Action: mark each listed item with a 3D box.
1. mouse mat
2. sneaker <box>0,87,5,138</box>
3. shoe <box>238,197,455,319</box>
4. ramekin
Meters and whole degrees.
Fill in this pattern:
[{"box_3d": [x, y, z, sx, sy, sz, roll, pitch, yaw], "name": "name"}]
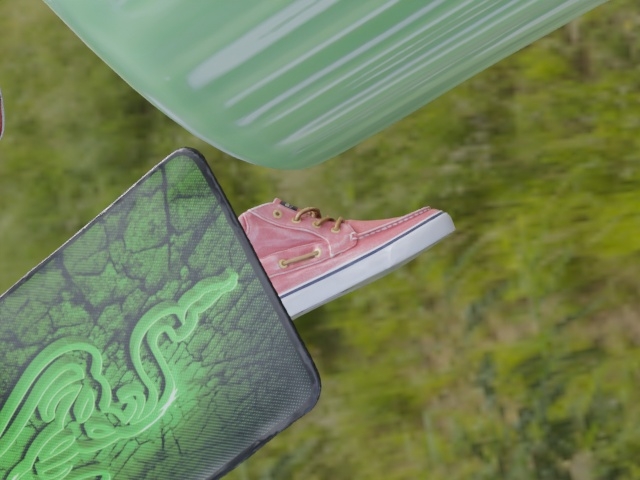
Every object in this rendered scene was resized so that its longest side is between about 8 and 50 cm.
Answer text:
[{"box_3d": [-0.098, 0.064, 0.911, 0.189, 0.007, 0.153, -39, 65, 21], "name": "mouse mat"}, {"box_3d": [-0.163, -0.072, 0.820, 0.067, 0.042, 0.118, -121, 10, -47], "name": "sneaker"}, {"box_3d": [0.000, 0.000, 1.300, 0.081, 0.178, 0.063, 63, 178, 6], "name": "shoe"}, {"box_3d": [-0.028, -0.167, 0.550, 0.148, 0.303, 0.303, -35, 62, 13], "name": "ramekin"}]
